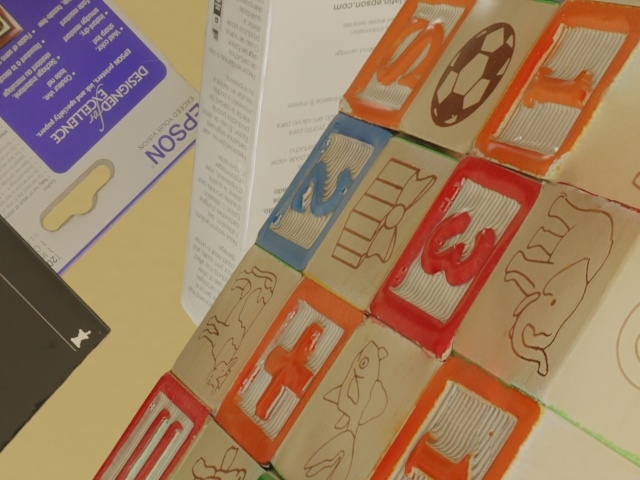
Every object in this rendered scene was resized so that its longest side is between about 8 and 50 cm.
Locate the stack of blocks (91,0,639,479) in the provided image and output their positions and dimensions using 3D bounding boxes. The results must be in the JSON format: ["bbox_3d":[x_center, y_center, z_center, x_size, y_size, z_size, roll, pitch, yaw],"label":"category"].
[{"bbox_3d":[0.054,0.019,0.439,0.297,0.087,0.171,-57,-157,-3],"label":"stack of blocks"}]

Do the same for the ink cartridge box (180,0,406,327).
[{"bbox_3d":[0.073,-0.049,1.083,0.071,0.324,0.330,36,-53,44],"label":"ink cartridge box"}]

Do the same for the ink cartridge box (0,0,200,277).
[{"bbox_3d":[-0.203,-0.077,1.119,0.206,0.208,0.045,-45,-176,-14],"label":"ink cartridge box"}]

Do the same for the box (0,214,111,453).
[{"bbox_3d":[-0.251,0.018,0.851,0.184,0.261,0.103,-47,-142,-11],"label":"box"}]
